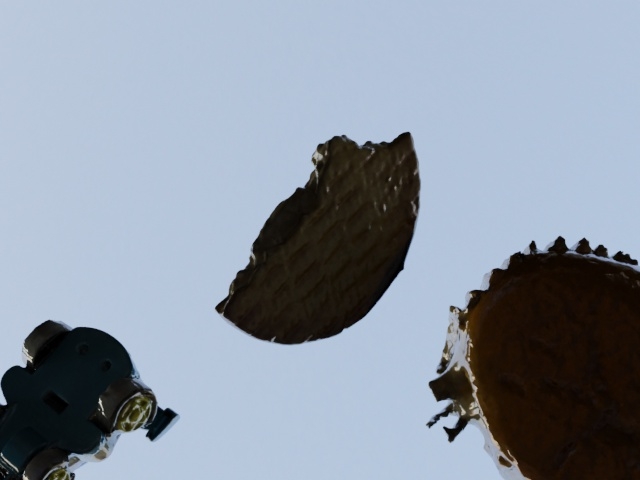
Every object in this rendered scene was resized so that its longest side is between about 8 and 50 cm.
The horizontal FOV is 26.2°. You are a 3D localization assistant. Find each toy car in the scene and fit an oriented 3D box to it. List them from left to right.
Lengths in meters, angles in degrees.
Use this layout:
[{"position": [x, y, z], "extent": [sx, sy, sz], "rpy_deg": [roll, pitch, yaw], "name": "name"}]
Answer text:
[{"position": [-0.200, 0.155, 1.092], "extent": [0.161, 0.126, 0.098], "rpy_deg": [-52, -39, -14], "name": "toy car"}]

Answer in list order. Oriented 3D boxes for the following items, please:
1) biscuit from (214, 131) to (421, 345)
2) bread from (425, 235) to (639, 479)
[{"position": [-0.001, 0.000, 1.207], "extent": [0.229, 0.031, 0.176], "rpy_deg": [-21, -71, -30], "name": "biscuit"}, {"position": [0.284, 0.160, 1.236], "extent": [0.389, 0.183, 0.236], "rpy_deg": [35, -99, 11], "name": "bread"}]
